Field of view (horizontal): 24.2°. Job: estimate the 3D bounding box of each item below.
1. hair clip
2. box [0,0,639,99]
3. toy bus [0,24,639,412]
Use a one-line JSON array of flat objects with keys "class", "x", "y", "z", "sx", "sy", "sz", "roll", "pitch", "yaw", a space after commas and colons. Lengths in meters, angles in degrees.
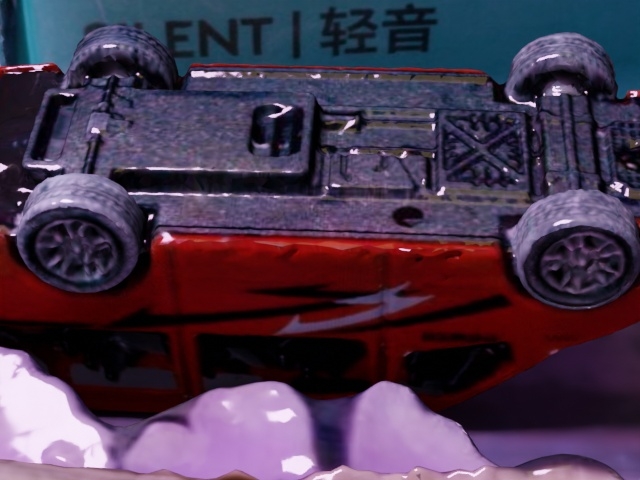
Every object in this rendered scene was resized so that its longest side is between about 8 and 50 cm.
[{"class": "hair clip", "x": -0.067, "y": 0.065, "z": 0.349, "sx": 0.292, "sy": 0.084, "sz": 0.106, "roll": 3, "pitch": 36, "yaw": -4}, {"class": "box", "x": 0.046, "y": -0.132, "z": 0.538, "sx": 0.311, "sy": 0.118, "sz": 0.205, "roll": -3, "pitch": 40, "yaw": -3}, {"class": "toy bus", "x": 0.000, "y": 0.000, "z": 0.407, "sx": 0.195, "sy": 0.089, "sz": 0.081, "roll": 1, "pitch": 42, "yaw": 3}]
